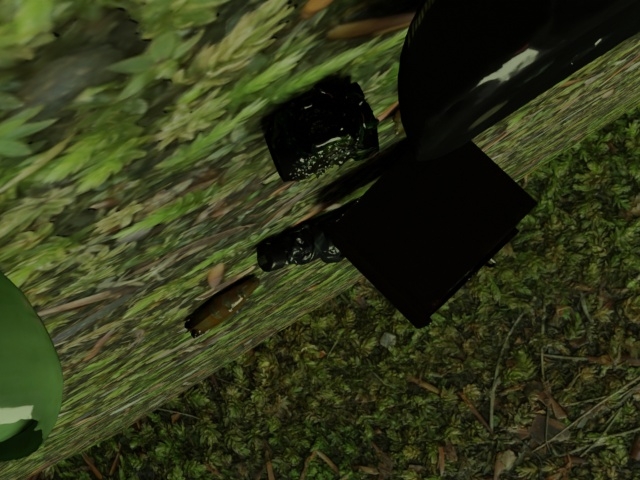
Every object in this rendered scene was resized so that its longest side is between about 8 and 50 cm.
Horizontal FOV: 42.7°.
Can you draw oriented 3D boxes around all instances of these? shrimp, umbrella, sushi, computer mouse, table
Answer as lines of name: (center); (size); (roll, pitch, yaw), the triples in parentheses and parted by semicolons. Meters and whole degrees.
shrimp: (-0.163, 0.108, 1.327); (0.180, 0.041, 0.099); (-38, -175, 34)
umbrella: (-0.001, 0.002, 1.150); (0.071, 0.080, 0.224); (11, -158, 43)
sushi: (0.000, -0.084, 0.633); (0.083, 0.056, 0.084); (-23, 173, -3)
computer mouse: (0.147, -0.160, 0.527); (0.269, 0.100, 0.170); (-33, 176, -20)
table: (0.140, -0.014, 1.030); (0.193, 0.172, 0.169); (-45, 173, -4)

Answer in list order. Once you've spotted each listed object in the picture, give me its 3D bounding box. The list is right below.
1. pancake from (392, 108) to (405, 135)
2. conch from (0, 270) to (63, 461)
pancake: (0.183, -0.167, 0.784); (0.257, 0.056, 0.212); (-36, 171, 29)
conch: (-0.258, 0.091, 0.428); (0.251, 0.137, 0.143); (-25, 171, -39)
